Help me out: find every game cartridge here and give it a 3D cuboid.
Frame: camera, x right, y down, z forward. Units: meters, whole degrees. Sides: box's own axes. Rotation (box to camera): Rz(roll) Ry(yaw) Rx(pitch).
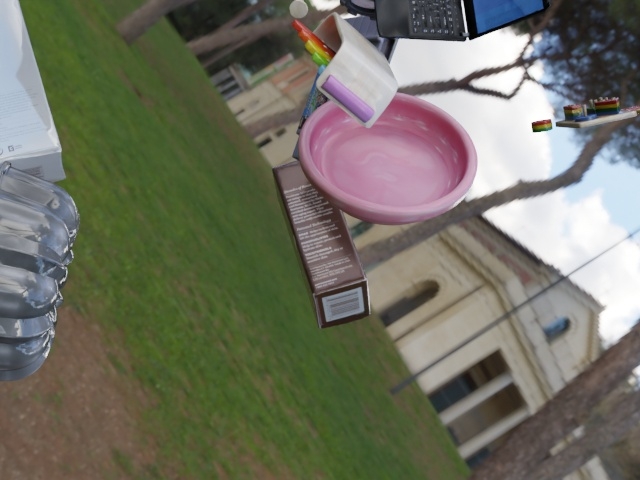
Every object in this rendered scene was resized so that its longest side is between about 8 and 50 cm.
[{"bbox_3d":[0.053,-0.340,2.076,0.068,0.355,0.230,21,-2,-34],"label":"game cartridge"}]

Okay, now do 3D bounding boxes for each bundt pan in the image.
[{"bbox_3d":[-0.436,0.056,1.338,0.331,0.124,0.330,-167,-90,-78],"label":"bundt pan"}]

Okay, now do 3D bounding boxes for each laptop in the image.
[{"bbox_3d":[0.230,-0.477,1.571,0.136,0.264,0.234,137,-50,-67],"label":"laptop"}]

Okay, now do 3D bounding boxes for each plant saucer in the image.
[{"bbox_3d":[0.122,-0.145,1.698,0.332,0.332,0.084,56,-26,34],"label":"plant saucer"}]

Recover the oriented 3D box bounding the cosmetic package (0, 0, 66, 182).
[{"bbox_3d":[-0.678,-0.320,1.975,0.217,0.156,0.385,135,-61,-71],"label":"cosmetic package"}]

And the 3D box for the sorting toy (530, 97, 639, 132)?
[{"bbox_3d":[0.609,-0.285,2.006,0.132,0.275,0.046,-133,-149,-78],"label":"sorting toy"}]

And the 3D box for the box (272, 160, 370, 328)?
[{"bbox_3d":[0.000,0.000,2.232,0.191,0.143,0.381,80,-6,-58],"label":"box"}]

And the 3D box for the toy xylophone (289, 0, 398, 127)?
[{"bbox_3d":[0.027,-0.314,1.526,0.236,0.081,0.322,40,17,-11],"label":"toy xylophone"}]

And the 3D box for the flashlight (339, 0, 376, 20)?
[{"bbox_3d":[0.114,-0.567,1.688,0.103,0.103,0.304,78,24,-83],"label":"flashlight"}]
